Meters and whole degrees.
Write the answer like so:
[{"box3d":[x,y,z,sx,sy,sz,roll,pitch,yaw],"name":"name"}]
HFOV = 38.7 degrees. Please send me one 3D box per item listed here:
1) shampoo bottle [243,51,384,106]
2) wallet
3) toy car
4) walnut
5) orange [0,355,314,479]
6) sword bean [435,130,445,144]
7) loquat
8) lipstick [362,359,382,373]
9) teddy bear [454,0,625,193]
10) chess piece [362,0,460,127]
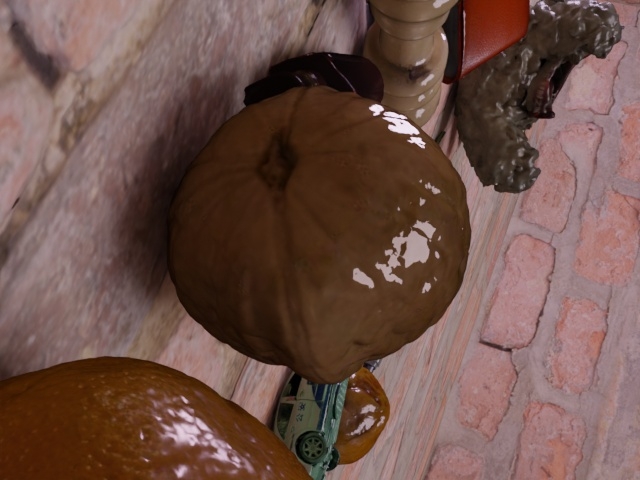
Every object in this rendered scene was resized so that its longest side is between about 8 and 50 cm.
[{"box3d":[0.002,-0.136,0.814,0.067,0.068,0.236,60,18,-1],"name":"shampoo bottle"},{"box3d":[0.197,-0.284,1.097,0.204,0.045,0.142,-37,132,-47],"name":"wallet"},{"box3d":[-0.006,0.190,1.091,0.090,0.076,0.224,61,40,-66],"name":"toy car"},{"box3d":[0.000,0.000,0.674,0.228,0.228,0.228,16,90,-74],"name":"walnut"},{"box3d":[-0.107,0.184,0.460,0.264,0.264,0.264,16,90,-74],"name":"orange"},{"box3d":[0.191,-0.155,1.516,0.012,0.012,0.083,87,26,-49],"name":"sword bean"},{"box3d":[0.026,0.230,1.189,0.137,0.113,0.137,-43,165,-15],"name":"loquat"},{"box3d":[0.077,0.205,1.464,0.107,0.025,0.025,-61,160,-20],"name":"lipstick"},{"box3d":[0.360,-0.274,1.627,0.357,0.225,0.367,-63,168,12],"name":"teddy bear"},{"box3d":[0.092,-0.206,0.995,0.124,0.138,0.307,-21,147,-15],"name":"chess piece"}]
